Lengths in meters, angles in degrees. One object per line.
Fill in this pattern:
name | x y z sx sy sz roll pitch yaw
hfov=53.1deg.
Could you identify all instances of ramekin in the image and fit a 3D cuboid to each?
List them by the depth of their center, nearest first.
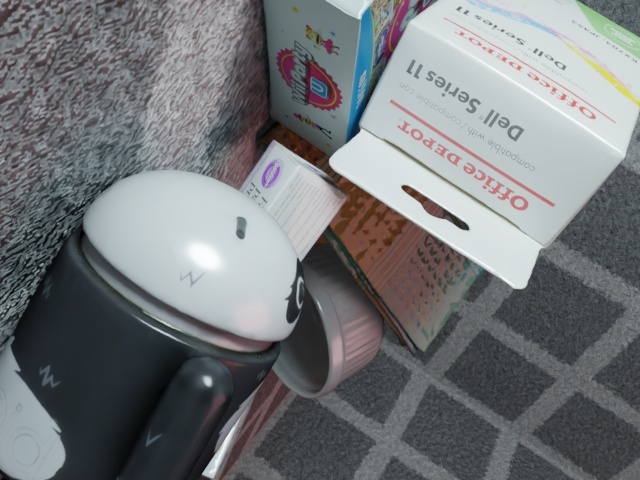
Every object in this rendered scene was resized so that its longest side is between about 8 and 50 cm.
ramekin | -0.005 0.101 0.883 0.109 0.207 0.207 -19 150 -32

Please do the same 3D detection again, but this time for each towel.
towel | 0.112 -0.069 0.796 0.271 0.370 0.040 -48 -147 -17

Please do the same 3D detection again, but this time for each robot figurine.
robot figurine | -0.128 0.085 0.466 0.278 0.209 0.173 -58 157 8

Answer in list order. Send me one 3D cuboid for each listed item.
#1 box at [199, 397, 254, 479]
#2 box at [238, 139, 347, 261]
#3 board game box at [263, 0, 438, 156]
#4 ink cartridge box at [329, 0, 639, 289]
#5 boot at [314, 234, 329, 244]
box | -0.143 0.193 0.815 0.103 0.114 0.203 106 6 -59
box | -0.102 0.062 0.596 0.067 0.063 0.324 27 104 -37
board game box | 0.072 -0.254 0.595 0.303 0.097 0.224 -52 170 -17
ink cartridge box | 0.180 -0.134 0.606 0.353 0.207 0.119 -48 169 -46
boot | 0.000 0.000 1.078 0.269 0.089 0.236 -56 168 -11
